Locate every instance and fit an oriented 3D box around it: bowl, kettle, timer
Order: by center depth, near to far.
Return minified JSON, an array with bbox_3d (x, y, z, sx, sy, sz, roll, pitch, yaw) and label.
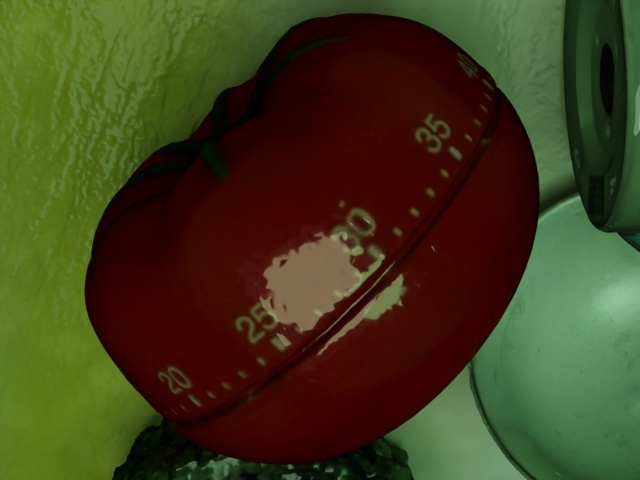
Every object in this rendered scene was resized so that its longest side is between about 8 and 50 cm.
[{"bbox_3d":[0.000,0.000,1.403,0.279,0.378,0.378,44,107,-11],"label":"timer"},{"bbox_3d":[0.386,-0.100,1.423,0.342,0.247,0.320,-2,102,-4],"label":"kettle"},{"bbox_3d":[0.293,0.113,1.548,0.313,0.146,0.313,-5,68,11],"label":"bowl"}]

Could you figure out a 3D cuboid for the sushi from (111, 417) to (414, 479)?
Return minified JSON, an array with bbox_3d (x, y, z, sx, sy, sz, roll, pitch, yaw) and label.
[{"bbox_3d":[-0.033,0.307,1.641,0.294,0.178,0.352,-20,107,7],"label":"sushi"}]
